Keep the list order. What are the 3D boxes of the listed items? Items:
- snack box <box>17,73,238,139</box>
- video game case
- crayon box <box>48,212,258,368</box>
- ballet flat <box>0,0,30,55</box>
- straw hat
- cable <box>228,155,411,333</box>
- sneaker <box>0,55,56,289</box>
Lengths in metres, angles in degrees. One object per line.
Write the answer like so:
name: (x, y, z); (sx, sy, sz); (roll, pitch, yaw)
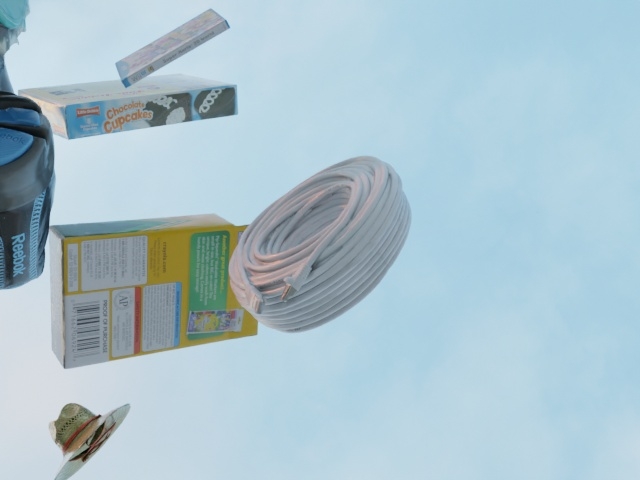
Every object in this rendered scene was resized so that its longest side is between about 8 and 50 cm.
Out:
snack box: (-0.325, -0.237, 1.298); (0.187, 0.322, 0.060); (22, -61, 44)
video game case: (-0.214, -0.277, 1.077); (0.166, 0.119, 0.015); (-31, -59, -3)
crayon box: (-0.253, 0.070, 1.190); (0.083, 0.323, 0.203); (27, -63, 53)
ballet flat: (-0.314, -0.274, 0.663); (0.147, 0.409, 0.147); (-3, -52, -4)
straw hat: (-0.308, 0.239, 0.951); (0.061, 0.144, 0.144); (40, -78, 6)
cable: (0.000, 0.000, 0.956); (0.257, 0.257, 0.089); (-41, -67, -9)
sneaker: (-0.316, -0.091, 0.645); (0.341, 0.125, 0.140); (49, -38, 43)
